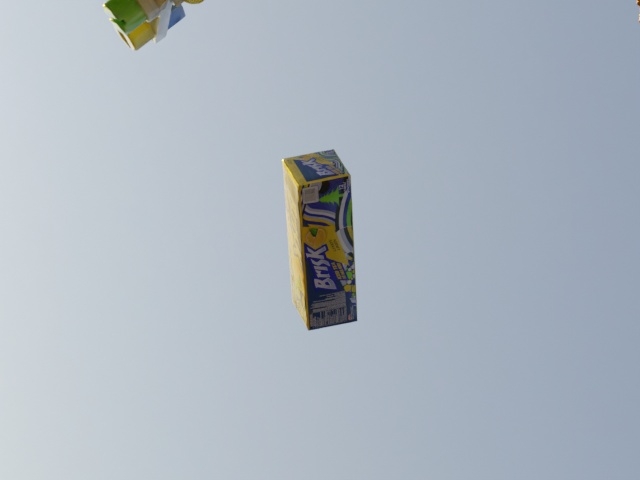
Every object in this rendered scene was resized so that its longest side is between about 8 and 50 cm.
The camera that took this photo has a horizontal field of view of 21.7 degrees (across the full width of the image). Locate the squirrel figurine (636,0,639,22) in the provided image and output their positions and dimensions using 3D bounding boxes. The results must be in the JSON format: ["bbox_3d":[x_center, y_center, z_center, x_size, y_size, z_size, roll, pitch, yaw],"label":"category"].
[{"bbox_3d":[0.381,-0.239,0.993,0.397,0.281,0.370,12,-59,7],"label":"squirrel figurine"}]

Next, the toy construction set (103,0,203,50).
[{"bbox_3d":[-0.100,-0.234,1.154,0.327,0.151,0.215,2,-49,55],"label":"toy construction set"}]

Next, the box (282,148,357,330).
[{"bbox_3d":[0.000,0.000,1.621,0.059,0.054,0.169,-121,-156,-54],"label":"box"}]
